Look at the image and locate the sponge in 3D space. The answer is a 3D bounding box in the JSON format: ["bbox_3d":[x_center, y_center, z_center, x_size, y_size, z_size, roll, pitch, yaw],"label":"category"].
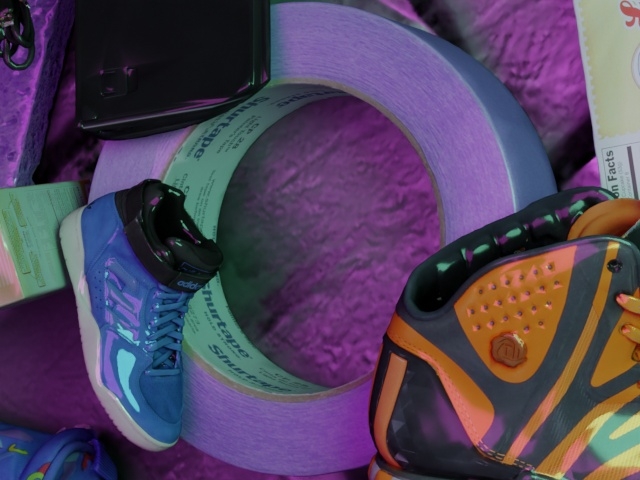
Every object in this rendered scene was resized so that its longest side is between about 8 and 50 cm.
[{"bbox_3d":[-0.237,-0.076,1.309,0.117,0.031,0.210,16,94,23],"label":"sponge"}]

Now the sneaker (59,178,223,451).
[{"bbox_3d":[-0.092,0.039,1.132,0.084,0.058,0.152,-25,72,30],"label":"sneaker"}]

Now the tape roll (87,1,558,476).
[{"bbox_3d":[0.000,0.000,1.173,0.275,0.090,0.274,0,89,24],"label":"tape roll"}]

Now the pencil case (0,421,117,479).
[{"bbox_3d":[-0.269,0.154,1.269,0.306,0.119,0.133,9,54,24],"label":"pencil case"}]

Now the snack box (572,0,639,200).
[{"bbox_3d":[0.237,-0.119,1.089,0.187,0.060,0.322,-10,85,23],"label":"snack box"}]

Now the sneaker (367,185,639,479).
[{"bbox_3d":[0.188,0.073,1.019,0.321,0.124,0.180,5,107,0],"label":"sneaker"}]

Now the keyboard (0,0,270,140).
[{"bbox_3d":[-0.123,-0.211,1.196,0.201,0.033,0.317,-8,71,19],"label":"keyboard"}]

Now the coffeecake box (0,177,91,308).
[{"bbox_3d":[-0.220,0.016,1.188,0.142,0.185,0.068,-17,90,11],"label":"coffeecake box"}]
